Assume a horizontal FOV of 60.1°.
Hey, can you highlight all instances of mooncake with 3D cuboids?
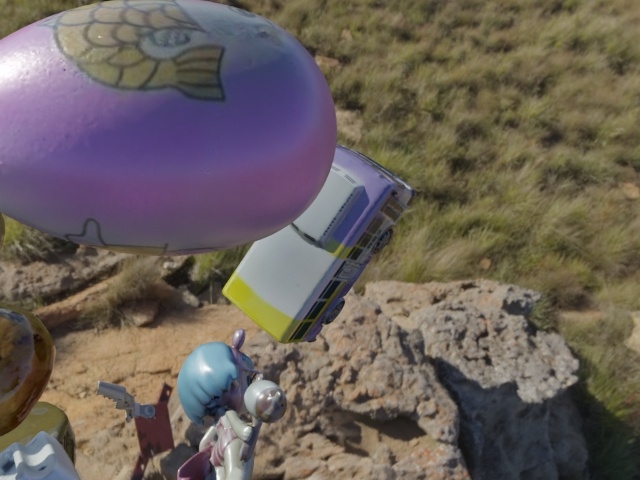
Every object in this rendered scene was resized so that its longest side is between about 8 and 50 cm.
[{"bbox_3d":[-0.835,0.594,1.437,0.378,0.201,0.378,-3,15,1],"label":"mooncake"}]

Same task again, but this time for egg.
[{"bbox_3d":[-0.118,-0.078,0.418,0.271,0.196,0.196,-21,57,-24],"label":"egg"}]

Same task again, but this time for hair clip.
[{"bbox_3d":[-0.420,0.347,1.197,0.072,0.226,0.034,-8,56,-5],"label":"hair clip"}]

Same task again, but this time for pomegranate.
[{"bbox_3d":[-0.535,0.209,0.872,0.215,0.215,0.215,6,49,-7],"label":"pomegranate"}]

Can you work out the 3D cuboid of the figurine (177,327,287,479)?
[{"bbox_3d":[-0.112,0.221,0.651,0.102,0.205,0.260,10,42,-22],"label":"figurine"}]

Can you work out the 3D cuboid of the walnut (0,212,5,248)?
[{"bbox_3d":[-0.639,-0.020,0.890,0.228,0.228,0.228,6,49,-7],"label":"walnut"}]

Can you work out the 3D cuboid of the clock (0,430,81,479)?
[{"bbox_3d":[-0.555,0.461,0.940,0.262,0.116,0.231,-44,27,-24],"label":"clock"}]

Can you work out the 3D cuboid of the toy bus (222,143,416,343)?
[{"bbox_3d":[0.000,0.000,1.242,0.209,0.249,0.440,38,97,20],"label":"toy bus"}]

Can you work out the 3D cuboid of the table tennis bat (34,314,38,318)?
[{"bbox_3d":[-0.672,0.190,1.241,0.083,0.050,0.007,-30,44,0],"label":"table tennis bat"}]
